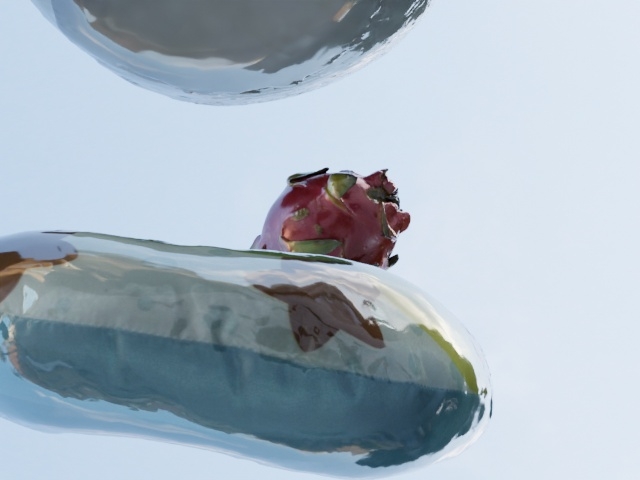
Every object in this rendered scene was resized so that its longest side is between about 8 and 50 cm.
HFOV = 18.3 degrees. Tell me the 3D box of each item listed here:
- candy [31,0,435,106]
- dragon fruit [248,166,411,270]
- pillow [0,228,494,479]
[{"bbox_3d":[-0.051,-0.208,1.265,0.295,0.295,0.185,21,-133,-21],"label":"candy"},{"bbox_3d":[-0.002,-0.001,1.272,0.081,0.116,0.086,14,-120,-58],"label":"dragon fruit"},{"bbox_3d":[-0.046,0.048,0.814,0.233,0.214,0.086,5,-97,11],"label":"pillow"}]
